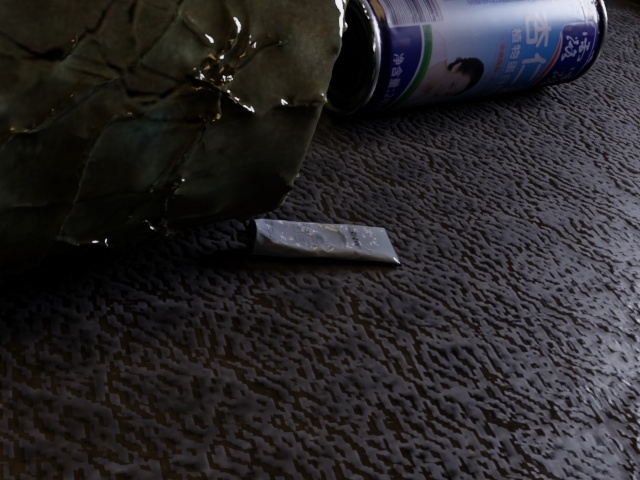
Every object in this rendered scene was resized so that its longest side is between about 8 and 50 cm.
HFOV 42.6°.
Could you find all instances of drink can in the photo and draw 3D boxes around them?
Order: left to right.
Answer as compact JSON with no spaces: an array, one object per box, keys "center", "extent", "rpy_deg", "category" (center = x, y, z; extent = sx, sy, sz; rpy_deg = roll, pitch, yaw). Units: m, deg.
[{"center":[0.104,-0.153,0.621],"extent":[0.235,0.097,0.097],"rpy_deg":[-15,45,-33],"category":"drink can"}]

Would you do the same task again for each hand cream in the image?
[{"center":[0.000,0.000,0.454],"extent":[0.093,0.019,0.030],"rpy_deg":[2,40,-19],"category":"hand cream"}]

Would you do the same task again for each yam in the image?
[{"center":[-0.126,-0.083,0.389],"extent":[0.271,0.202,0.201],"rpy_deg":[-17,66,-36],"category":"yam"}]
